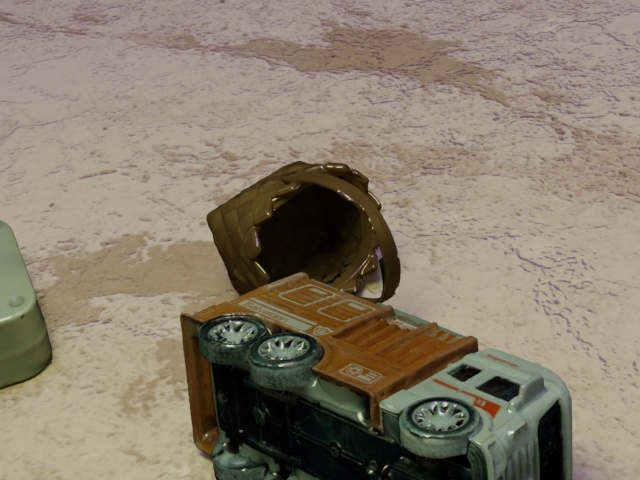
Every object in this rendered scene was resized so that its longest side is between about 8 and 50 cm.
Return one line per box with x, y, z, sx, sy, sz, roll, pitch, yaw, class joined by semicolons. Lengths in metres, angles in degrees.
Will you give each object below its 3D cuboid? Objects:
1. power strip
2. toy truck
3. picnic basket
-0.384;0.034;1.405;0.229;0.141;0.261;-17;37;-12;power strip
0.046;0.128;1.149;0.305;0.136;0.162;19;34;41;toy truck
0.000;0.000;1.352;0.138;0.128;0.178;-33;30;-28;picnic basket
